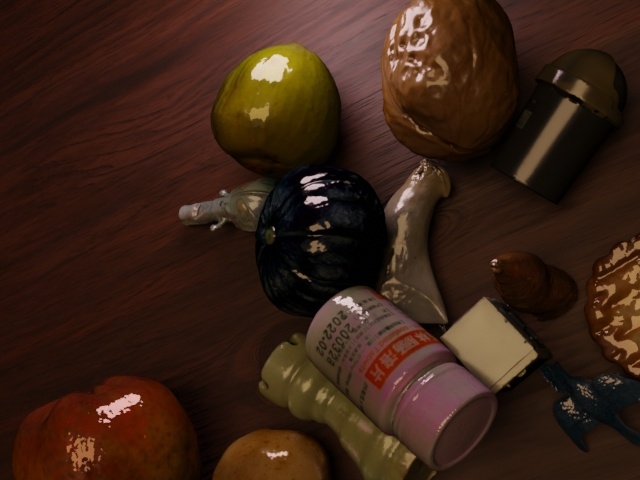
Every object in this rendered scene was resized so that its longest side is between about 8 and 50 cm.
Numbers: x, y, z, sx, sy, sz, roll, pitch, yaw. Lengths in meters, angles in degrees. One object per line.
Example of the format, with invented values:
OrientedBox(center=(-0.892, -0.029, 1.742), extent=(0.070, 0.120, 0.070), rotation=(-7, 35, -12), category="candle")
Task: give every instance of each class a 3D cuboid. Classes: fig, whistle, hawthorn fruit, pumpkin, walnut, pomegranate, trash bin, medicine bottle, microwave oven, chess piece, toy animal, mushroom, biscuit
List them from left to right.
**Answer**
OrientedBox(center=(-0.516, 0.565, 1.979), extent=(0.472, 0.472, 0.471), rotation=(-4, 80, 22), category="hawthorn fruit")
OrientedBox(center=(-0.222, -0.082, 2.127), extent=(0.346, 0.134, 0.142), rotation=(-8, 82, 31), category="whistle")
OrientedBox(center=(-0.106, 0.576, 1.891), extent=(0.307, 0.307, 0.307), rotation=(-4, 80, 22), category="pomegranate")
OrientedBox(center=(-0.099, -0.328, 2.010), extent=(0.343, 0.343, 0.343), rotation=(-4, 80, 22), category="fig")
OrientedBox(center=(0.000, 0.000, 1.893), extent=(0.363, 0.266, 0.363), rotation=(-40, 44, 53), category="pumpkin")
OrientedBox(center=(0.069, 0.396, 1.875), extent=(0.442, 0.234, 0.234), rotation=(29, 93, 27), category="chess piece")
OrientedBox(center=(0.160, 0.279, 1.681), extent=(0.388, 0.219, 0.219), rotation=(40, 98, 39), category="medicine bottle")
OrientedBox(center=(0.219, 0.000, 1.921), extent=(0.177, 0.126, 0.397), rotation=(1, 81, 11), category="mushroom")
OrientedBox(center=(0.294, -0.378, 1.830), extent=(0.308, 0.354, 0.397), rotation=(0, 75, -19), category="walnut")
OrientedBox(center=(0.383, 0.222, 1.749), extent=(0.145, 0.240, 0.194), rotation=(-42, 69, 12), category="microwave oven")
OrientedBox(center=(0.540, -0.261, 1.781), extent=(0.214, 0.214, 0.333), rotation=(33, 100, 24), category="trash bin")
OrientedBox(center=(0.573, 0.344, 1.692), extent=(0.255, 0.176, 0.239), rotation=(51, 137, 18), category="toy animal")
OrientedBox(center=(0.722, 0.140, 1.696), extent=(0.326, 0.107, 0.325), rotation=(-4, 81, 26), category="biscuit")

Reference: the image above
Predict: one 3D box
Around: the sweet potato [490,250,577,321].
OrientedBox(center=(0.426, 0.085, 1.716), extent=(0.131, 0.337, 0.131), rotation=(-15, 66, 37), category="sweet potato")

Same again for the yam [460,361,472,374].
OrientedBox(center=(0.340, 0.294, 1.880), extent=(0.014, 0.014, 0.107), rotation=(-36, 70, 14), category="yam")
